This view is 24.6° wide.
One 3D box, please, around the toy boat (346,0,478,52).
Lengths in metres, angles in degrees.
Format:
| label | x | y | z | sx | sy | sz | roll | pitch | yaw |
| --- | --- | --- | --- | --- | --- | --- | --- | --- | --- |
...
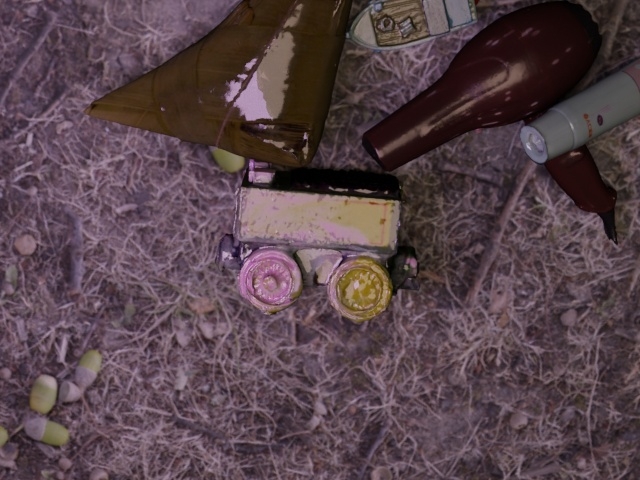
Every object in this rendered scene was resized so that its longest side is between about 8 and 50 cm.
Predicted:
| label | x | y | z | sx | sy | sz | roll | pitch | yaw |
| --- | --- | --- | --- | --- | --- | --- | --- | --- | --- |
| toy boat | 0.113 | -0.274 | 1.808 | 0.173 | 0.059 | 0.069 | -12 | 105 | 5 |

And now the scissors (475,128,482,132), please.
| label | x | y | z | sx | sy | sz | roll | pitch | yaw |
| --- | --- | --- | --- | --- | --- | --- | --- | --- | --- |
| scissors | 0.193 | -0.192 | 1.853 | 0.039 | 0.012 | 0.113 | 6 | 105 | -1 |

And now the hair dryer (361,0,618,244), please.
| label | x | y | z | sx | sy | sz | roll | pitch | yaw |
| --- | --- | --- | --- | --- | --- | --- | --- | --- | --- |
| hair dryer | 0.255 | -0.099 | 1.825 | 0.313 | 0.123 | 0.340 | -36 | 113 | -3 |

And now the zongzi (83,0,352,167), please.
| label | x | y | z | sx | sy | sz | roll | pitch | yaw |
| --- | --- | --- | --- | --- | --- | --- | --- | --- | --- |
| zongzi | -0.123 | -0.246 | 1.785 | 0.300 | 0.145 | 0.273 | 14 | 101 | 4 |

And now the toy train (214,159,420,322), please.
| label | x | y | z | sx | sy | sz | roll | pitch | yaw |
| --- | --- | --- | --- | --- | --- | --- | --- | --- | --- |
| toy train | 0.000 | 0.000 | 1.847 | 0.261 | 0.134 | 0.177 | 5 | 105 | -1 |

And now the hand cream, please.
| label | x | y | z | sx | sy | sz | roll | pitch | yaw |
| --- | --- | --- | --- | --- | --- | --- | --- | --- | --- |
| hand cream | 0.379 | -0.184 | 1.774 | 0.331 | 0.058 | 0.085 | -29 | 104 | -24 |
